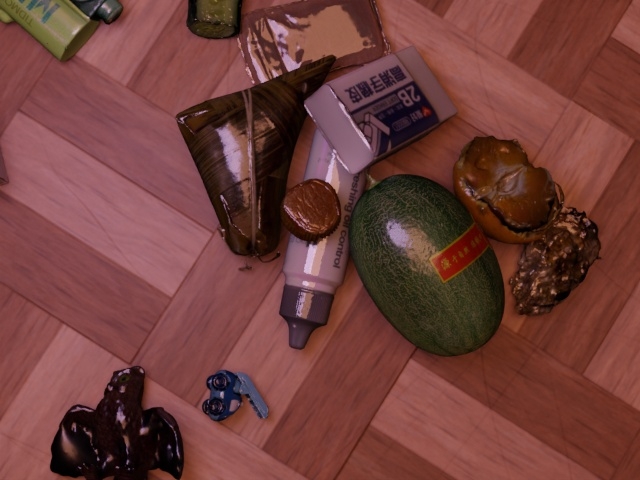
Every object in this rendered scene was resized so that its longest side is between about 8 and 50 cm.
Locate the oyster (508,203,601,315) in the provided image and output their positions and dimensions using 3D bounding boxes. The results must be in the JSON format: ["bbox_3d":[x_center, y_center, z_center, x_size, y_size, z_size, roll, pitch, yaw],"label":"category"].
[{"bbox_3d":[0.330,0.032,1.825,0.105,0.056,0.177,45,81,-6],"label":"oyster"}]

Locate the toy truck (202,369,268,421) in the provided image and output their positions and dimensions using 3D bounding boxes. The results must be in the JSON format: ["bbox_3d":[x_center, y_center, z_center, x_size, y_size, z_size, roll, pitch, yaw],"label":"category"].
[{"bbox_3d":[-0.117,0.222,1.795,0.090,0.056,0.073,13,79,-13],"label":"toy truck"}]

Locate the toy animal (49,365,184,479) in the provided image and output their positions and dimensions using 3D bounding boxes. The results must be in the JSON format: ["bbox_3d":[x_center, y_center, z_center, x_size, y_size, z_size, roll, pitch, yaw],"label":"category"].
[{"bbox_3d":[-0.272,0.273,1.778,0.218,0.116,0.179,-6,56,24],"label":"toy animal"}]

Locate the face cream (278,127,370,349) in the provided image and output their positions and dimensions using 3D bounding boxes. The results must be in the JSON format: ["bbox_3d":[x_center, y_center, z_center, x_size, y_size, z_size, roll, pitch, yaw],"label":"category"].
[{"bbox_3d":[0.000,0.000,1.796,0.092,0.092,0.311,14,86,-1],"label":"face cream"}]

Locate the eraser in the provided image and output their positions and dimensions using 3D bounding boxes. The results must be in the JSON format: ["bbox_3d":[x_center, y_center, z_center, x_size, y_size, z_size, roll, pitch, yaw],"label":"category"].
[{"bbox_3d":[0.088,-0.183,1.769,0.210,0.068,0.124,-31,85,-45],"label":"eraser"}]

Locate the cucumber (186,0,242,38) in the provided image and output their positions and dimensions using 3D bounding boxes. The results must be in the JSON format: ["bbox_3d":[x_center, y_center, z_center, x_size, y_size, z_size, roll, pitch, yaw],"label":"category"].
[{"bbox_3d":[-0.148,-0.400,1.843,0.078,0.062,0.211,7,78,-18],"label":"cucumber"}]

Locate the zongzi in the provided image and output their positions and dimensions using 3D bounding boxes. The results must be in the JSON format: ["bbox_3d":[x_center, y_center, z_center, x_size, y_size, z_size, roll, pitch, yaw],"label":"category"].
[{"bbox_3d":[-0.051,-0.109,1.785,0.241,0.111,0.248,-21,87,4],"label":"zongzi"}]

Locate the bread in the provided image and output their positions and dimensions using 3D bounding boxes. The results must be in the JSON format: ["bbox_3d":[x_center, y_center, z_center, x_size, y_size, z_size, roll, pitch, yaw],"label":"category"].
[{"bbox_3d":[-0.012,-0.039,1.730,0.085,0.053,0.085,1,74,-5],"label":"bread"}]

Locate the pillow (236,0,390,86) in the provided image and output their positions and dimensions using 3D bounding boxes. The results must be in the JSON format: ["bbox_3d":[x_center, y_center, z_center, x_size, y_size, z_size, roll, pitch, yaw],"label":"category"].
[{"bbox_3d":[-0.012,-0.293,1.846,0.211,0.034,0.135,-18,90,-2],"label":"pillow"}]

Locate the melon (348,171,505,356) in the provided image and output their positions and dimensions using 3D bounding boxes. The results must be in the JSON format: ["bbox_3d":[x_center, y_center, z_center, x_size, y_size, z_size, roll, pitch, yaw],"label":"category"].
[{"bbox_3d":[0.140,0.026,1.747,0.182,0.182,0.288,-35,101,-4],"label":"melon"}]

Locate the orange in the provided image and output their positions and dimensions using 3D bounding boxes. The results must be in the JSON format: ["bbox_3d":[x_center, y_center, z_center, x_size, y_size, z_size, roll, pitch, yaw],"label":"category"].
[{"bbox_3d":[0.256,-0.064,1.797,0.160,0.112,0.170,16,43,-5],"label":"orange"}]

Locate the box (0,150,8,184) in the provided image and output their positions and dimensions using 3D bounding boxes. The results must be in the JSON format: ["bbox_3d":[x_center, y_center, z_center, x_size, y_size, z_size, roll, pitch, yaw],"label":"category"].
[{"bbox_3d":[-0.597,-0.149,1.773,0.274,0.116,0.203,-13,87,-3],"label":"box"}]

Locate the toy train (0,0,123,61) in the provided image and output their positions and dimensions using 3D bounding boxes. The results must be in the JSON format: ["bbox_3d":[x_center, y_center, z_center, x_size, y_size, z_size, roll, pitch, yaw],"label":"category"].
[{"bbox_3d":[-0.405,-0.371,1.813,0.253,0.105,0.157,42,100,1],"label":"toy train"}]
